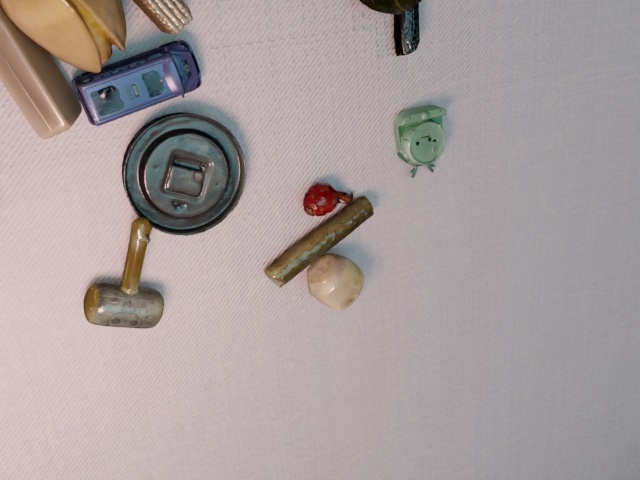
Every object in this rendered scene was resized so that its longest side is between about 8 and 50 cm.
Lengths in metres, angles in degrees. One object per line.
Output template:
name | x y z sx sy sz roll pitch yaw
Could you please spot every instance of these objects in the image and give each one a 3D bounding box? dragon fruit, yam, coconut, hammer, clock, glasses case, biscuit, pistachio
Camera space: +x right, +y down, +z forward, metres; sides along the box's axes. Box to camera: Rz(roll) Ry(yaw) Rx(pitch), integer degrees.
dragon fruit | 0.023 -0.124 1.946 0.190 0.094 0.094 -20 118 -44
yam | 0.000 0.000 1.973 0.371 0.083 0.083 -39 121 -9
coconut | 0.048 0.125 1.996 0.161 0.161 0.162 -48 123 -4
hammer | -0.479 0.083 1.728 0.201 0.113 0.306 8 111 -32
clock | -0.350 -0.171 1.740 0.318 0.066 0.319 -9 112 -24
glasses case | -0.646 -0.393 1.458 0.076 0.144 0.336 -21 118 8
biscuit | -0.452 -0.635 1.474 0.078 0.144 0.426 -46 121 -4
clock | 0.306 -0.293 2.027 0.159 0.066 0.211 -18 116 -19
pistachio | -0.533 -0.502 1.420 0.229 0.238 0.321 -38 148 -8

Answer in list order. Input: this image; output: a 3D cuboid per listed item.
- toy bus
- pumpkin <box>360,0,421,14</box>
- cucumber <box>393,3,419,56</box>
toy bus | -0.418 -0.370 1.592 0.292 0.133 0.126 -25 117 -17
pumpkin | 0.188 -0.690 1.739 0.224 0.223 0.157 -63 154 5
cucumber | 0.236 -0.633 1.862 0.074 0.074 0.241 -13 113 -22
